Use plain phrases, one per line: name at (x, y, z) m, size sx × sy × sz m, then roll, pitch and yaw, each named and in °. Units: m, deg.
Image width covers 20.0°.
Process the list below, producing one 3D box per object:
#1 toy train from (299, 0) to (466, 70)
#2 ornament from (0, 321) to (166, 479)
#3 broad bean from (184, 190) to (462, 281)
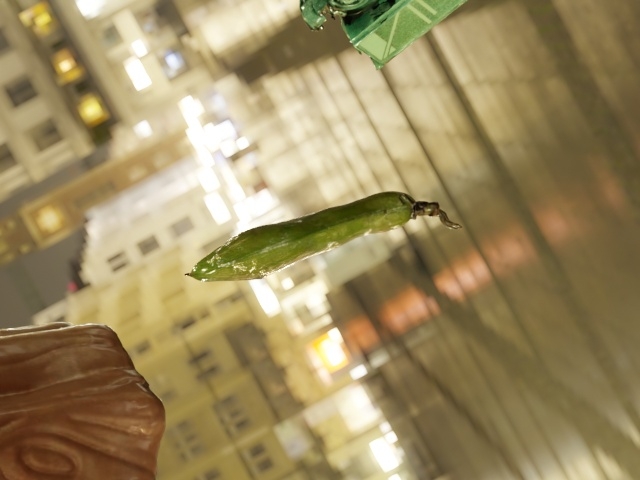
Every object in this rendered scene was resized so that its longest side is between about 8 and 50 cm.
toy train at (0.099, -0.329, 2.105) m, size 0.154 × 0.269 × 0.115 m, roll 25°, pitch -145°, yaw -47°
ornament at (-0.240, 0.143, 1.050) m, size 0.218 × 0.221 × 0.235 m, roll 8°, pitch -159°, yaw -37°
broad bean at (-0.003, -0.008, 2.076) m, size 0.075 × 0.325 × 0.067 m, roll -136°, pitch 32°, yaw -58°
